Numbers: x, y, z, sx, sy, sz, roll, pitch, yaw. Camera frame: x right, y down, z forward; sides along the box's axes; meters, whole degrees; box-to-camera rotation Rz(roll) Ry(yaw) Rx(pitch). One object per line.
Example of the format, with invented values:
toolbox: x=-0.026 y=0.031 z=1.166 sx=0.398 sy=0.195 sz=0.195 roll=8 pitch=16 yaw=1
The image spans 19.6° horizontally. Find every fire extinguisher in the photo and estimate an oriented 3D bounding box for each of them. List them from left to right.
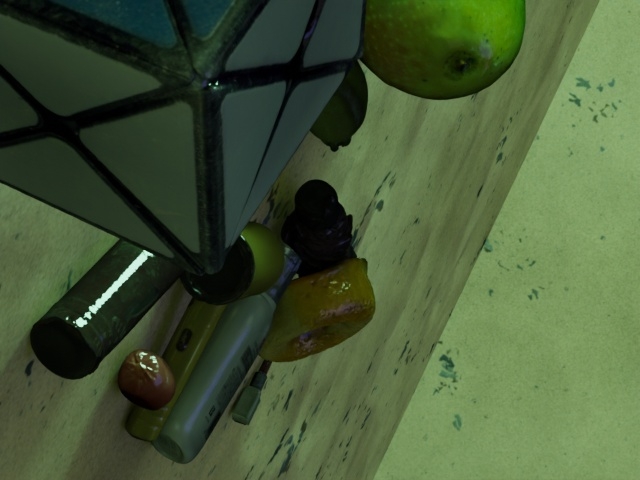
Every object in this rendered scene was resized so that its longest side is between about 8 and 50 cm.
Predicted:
fire extinguisher: x=-0.179 y=0.033 z=1.833 sx=0.072 sy=0.089 sz=0.268 roll=59 pitch=40 yaw=-17

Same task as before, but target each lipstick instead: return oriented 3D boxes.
lipstick: x=-0.091 y=0.204 z=2.571 sx=0.025 sy=0.025 sz=0.107 roll=89 pitch=23 yaw=-60

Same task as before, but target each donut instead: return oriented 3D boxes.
donut: x=-0.009 y=0.098 z=2.409 sx=0.190 sy=0.075 sz=0.174 roll=-13 pitch=160 yaw=-41

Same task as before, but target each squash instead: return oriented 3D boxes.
squash: x=0.010 y=-0.178 z=2.170 sx=0.094 sy=0.094 sz=0.341 roll=-63 pitch=164 yaw=-10

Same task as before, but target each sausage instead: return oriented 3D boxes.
sausage: x=-0.191 y=0.153 z=2.046 sx=0.094 sy=0.059 sz=0.054 roll=66 pitch=44 yaw=-69

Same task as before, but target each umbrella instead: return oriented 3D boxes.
umbrella: x=0.000 y=0.000 z=2.413 sx=0.326 sy=0.090 sz=0.094 roll=79 pitch=33 yaw=-73

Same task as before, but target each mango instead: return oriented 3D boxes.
mango: x=0.134 y=-0.296 z=2.180 sx=0.382 sy=0.225 sz=0.201 roll=-79 pitch=-171 yaw=-59

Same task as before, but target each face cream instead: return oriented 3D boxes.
face cream: x=-0.114 y=0.131 z=2.260 sx=0.291 sy=0.071 sz=0.144 roll=-59 pitch=172 yaw=-18

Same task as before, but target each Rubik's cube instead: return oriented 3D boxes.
Rubik's cube: x=-0.126 y=-0.167 z=1.348 sx=0.259 sy=0.260 sz=0.255 roll=-55 pitch=162 yaw=-27

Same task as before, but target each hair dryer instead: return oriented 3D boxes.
hair dryer: x=-0.143 y=0.105 z=2.126 sx=0.279 sy=0.090 sz=0.135 roll=-61 pitch=169 yaw=10
